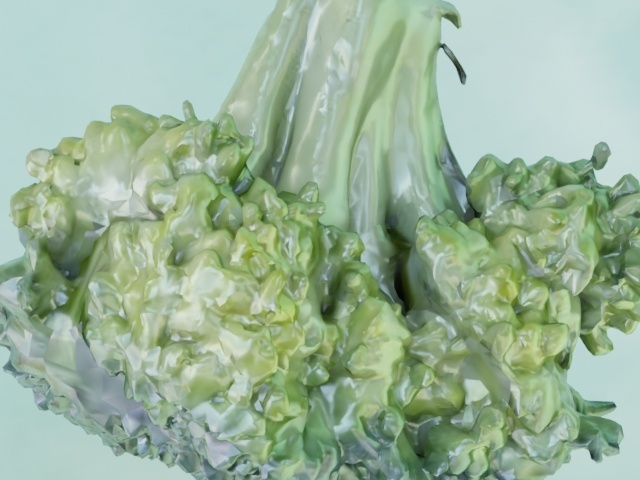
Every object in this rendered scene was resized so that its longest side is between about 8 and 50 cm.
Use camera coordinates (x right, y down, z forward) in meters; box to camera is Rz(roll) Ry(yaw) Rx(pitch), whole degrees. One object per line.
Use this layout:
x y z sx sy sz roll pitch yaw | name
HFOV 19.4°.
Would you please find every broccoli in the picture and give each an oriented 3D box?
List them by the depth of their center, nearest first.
-0.011 -0.003 0.991 0.293 0.347 0.281 24 99 59 | broccoli
